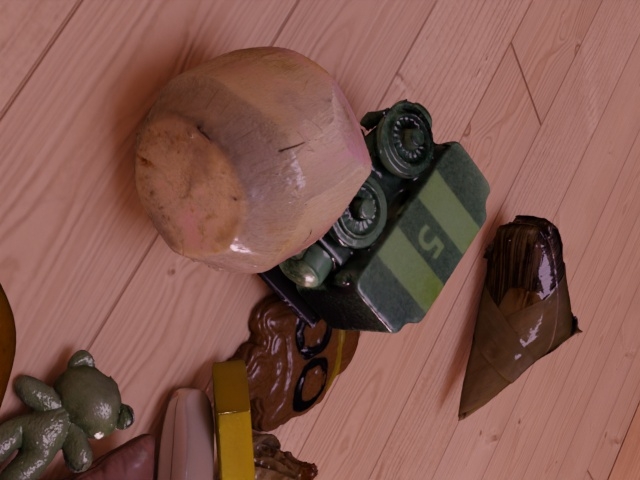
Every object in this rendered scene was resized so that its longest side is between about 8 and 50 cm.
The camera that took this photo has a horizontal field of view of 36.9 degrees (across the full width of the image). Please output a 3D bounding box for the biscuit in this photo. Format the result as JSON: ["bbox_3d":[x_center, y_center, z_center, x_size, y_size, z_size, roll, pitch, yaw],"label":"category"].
[{"bbox_3d":[-0.028,0.151,1.321,0.290,0.041,0.209,-20,120,-51],"label":"biscuit"}]

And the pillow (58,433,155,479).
[{"bbox_3d":[-0.264,0.345,1.026,0.236,0.084,0.223,-28,127,-45],"label":"pillow"}]

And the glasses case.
[{"bbox_3d":[-0.159,0.277,1.136,0.081,0.051,0.204,35,55,-65],"label":"glasses case"}]

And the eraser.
[{"bbox_3d":[-0.107,0.223,1.178,0.045,0.097,0.122,-4,121,-8],"label":"eraser"}]

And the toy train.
[{"bbox_3d":[0.069,-0.033,1.209,0.238,0.166,0.299,50,62,-24],"label":"toy train"}]

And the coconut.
[{"bbox_3d":[-0.066,-0.085,1.000,0.230,0.227,0.227,-29,128,-47],"label":"coconut"}]

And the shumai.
[{"bbox_3d":[-0.065,0.331,1.278,0.145,0.116,0.146,-31,130,-46],"label":"shumai"}]

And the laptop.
[{"bbox_3d":[0.000,0.000,1.254,0.135,0.016,0.197,46,61,-17],"label":"laptop"}]

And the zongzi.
[{"bbox_3d":[0.331,0.140,1.753,0.317,0.154,0.289,-41,128,-30],"label":"zongzi"}]

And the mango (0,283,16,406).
[{"bbox_3d":[-0.360,0.149,0.685,0.378,0.221,0.264,-62,142,-34],"label":"mango"}]

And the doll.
[{"bbox_3d":[-0.271,0.185,0.969,0.150,0.077,0.115,-35,94,-29],"label":"doll"}]
